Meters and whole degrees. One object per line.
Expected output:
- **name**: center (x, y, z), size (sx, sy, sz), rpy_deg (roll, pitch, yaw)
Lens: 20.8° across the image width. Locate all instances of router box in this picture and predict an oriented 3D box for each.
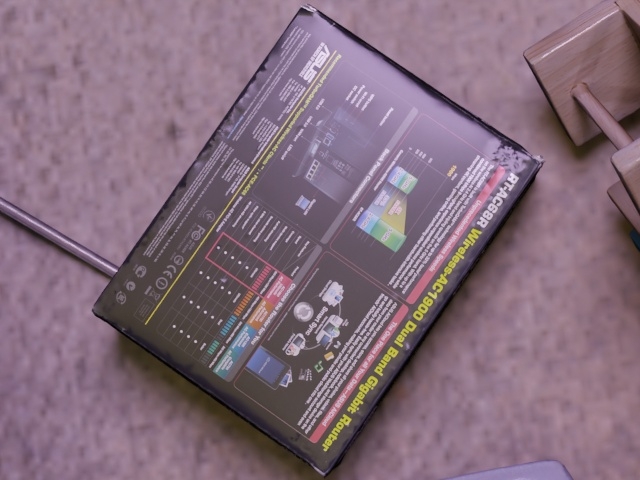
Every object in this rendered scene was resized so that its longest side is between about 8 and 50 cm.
- **router box**: center (0.000, 0.000, 0.557), size (0.092, 0.038, 0.122), rpy_deg (35, 89, 6)

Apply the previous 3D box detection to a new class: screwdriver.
- **screwdriver**: center (-0.121, -0.016, 0.592), size (0.170, 0.024, 0.025), rpy_deg (34, 118, 4)

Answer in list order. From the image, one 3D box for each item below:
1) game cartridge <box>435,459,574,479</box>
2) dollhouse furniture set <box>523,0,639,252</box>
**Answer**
- **game cartridge**: center (-0.020, 0.197, 0.510), size (0.294, 0.060, 0.196), rpy_deg (-29, 71, 0)
- **dollhouse furniture set**: center (0.169, -0.003, 0.498), size (0.129, 0.184, 0.129), rpy_deg (-32, 124, 4)
